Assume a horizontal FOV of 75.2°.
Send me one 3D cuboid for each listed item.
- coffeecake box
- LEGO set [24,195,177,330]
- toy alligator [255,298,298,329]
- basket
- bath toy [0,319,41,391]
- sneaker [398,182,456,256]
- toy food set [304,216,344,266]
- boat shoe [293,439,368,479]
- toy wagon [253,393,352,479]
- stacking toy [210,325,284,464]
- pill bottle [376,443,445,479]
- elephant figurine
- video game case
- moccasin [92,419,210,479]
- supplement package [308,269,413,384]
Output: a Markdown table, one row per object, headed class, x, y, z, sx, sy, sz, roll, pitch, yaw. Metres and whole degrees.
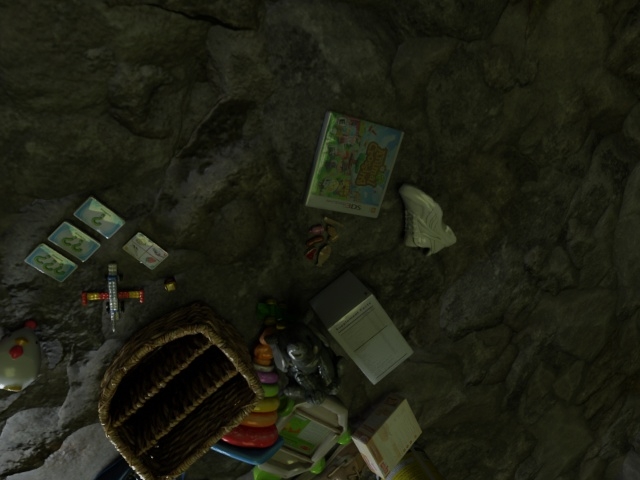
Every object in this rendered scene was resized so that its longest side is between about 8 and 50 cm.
| class | x | y | z | sx | sy | sz | roll | pitch | yaw |
| --- | --- | --- | --- | --- | --- | --- | --- | --- | --- |
| coffeecake box | 0.199 | 0.572 | 1.228 | 0.186 | 0.068 | 0.142 | -36 | 110 | -30 |
| LEGO set | -0.407 | 0.059 | 0.812 | 0.182 | 0.060 | 0.244 | -42 | 121 | 3 |
| toy alligator | -0.097 | 0.188 | 1.003 | 0.052 | 0.056 | 0.190 | -24 | 145 | 29 |
| basket | -0.302 | 0.300 | 0.862 | 0.299 | 0.223 | 0.213 | -39 | 121 | -2 |
| bath toy | -0.664 | 0.163 | 0.713 | 0.349 | 0.152 | 0.128 | 27 | 64 | -30 |
| sneaker | 0.246 | -0.039 | 1.029 | 0.115 | 0.090 | 0.232 | -41 | 120 | 1 |
| toy food set | 0.000 | 0.000 | 0.981 | 0.078 | 0.019 | 0.122 | 22 | 109 | -29 |
| boat shoe | 0.074 | 0.708 | 1.258 | 0.341 | 0.110 | 0.121 | -33 | 121 | -8 |
| toy wagon | -0.081 | 0.568 | 1.160 | 0.344 | 0.068 | 0.267 | -48 | 121 | 3 |
| stacking toy | -0.156 | 0.350 | 0.998 | 0.175 | 0.166 | 0.301 | 26 | 77 | -71 |
| pill bottle | 0.327 | 0.820 | 1.283 | 0.188 | 0.334 | 0.187 | -8 | 114 | -19 |
| elephant figurine | -0.040 | 0.235 | 0.922 | 0.169 | 0.186 | 0.239 | -55 | 134 | -38 |
| video game case | 0.075 | -0.164 | 0.938 | 0.194 | 0.023 | 0.212 | 8 | 108 | -26 |
| moccasin | -0.393 | 0.545 | 0.988 | 0.342 | 0.117 | 0.137 | -43 | 121 | -1 |
| supplement package | 0.104 | 0.218 | 1.048 | 0.139 | 0.134 | 0.244 | -38 | 121 | -4 |
